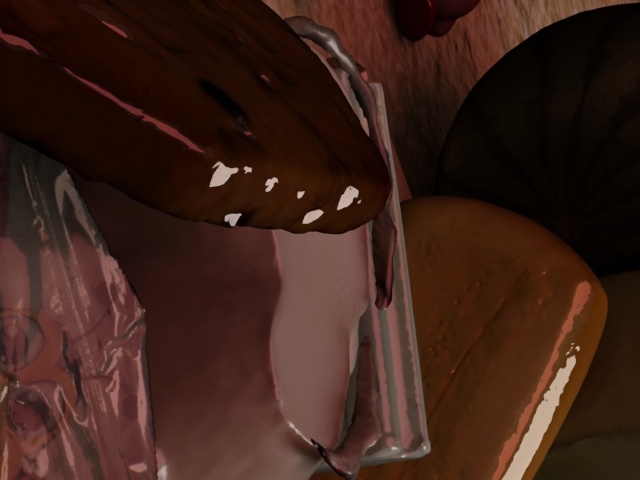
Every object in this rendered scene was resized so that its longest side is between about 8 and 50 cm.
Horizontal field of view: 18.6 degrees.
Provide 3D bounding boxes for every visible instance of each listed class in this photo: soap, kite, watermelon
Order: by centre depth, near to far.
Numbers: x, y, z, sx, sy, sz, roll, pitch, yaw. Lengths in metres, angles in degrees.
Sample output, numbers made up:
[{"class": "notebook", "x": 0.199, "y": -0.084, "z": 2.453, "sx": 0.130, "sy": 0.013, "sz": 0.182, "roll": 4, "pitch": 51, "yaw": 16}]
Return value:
[{"class": "kite", "x": -0.191, "y": 0.078, "z": 0.545, "sx": 0.360, "sy": 0.022, "sz": 0.204, "roll": -20, "pitch": 98, "yaw": -40}, {"class": "soap", "x": -0.017, "y": 0.021, "z": 1.003, "sx": 0.066, "sy": 0.119, "sz": 0.198, "roll": 16, "pitch": 65, "yaw": -63}, {"class": "watermelon", "x": 0.225, "y": -0.027, "z": 1.375, "sx": 0.359, "sy": 0.279, "sz": 0.278, "roll": -20, "pitch": 98, "yaw": -71}]

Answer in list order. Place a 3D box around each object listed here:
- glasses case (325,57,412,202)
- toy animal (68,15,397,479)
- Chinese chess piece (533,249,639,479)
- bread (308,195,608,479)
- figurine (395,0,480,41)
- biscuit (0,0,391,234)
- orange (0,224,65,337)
[{"class": "glasses case", "x": 0.000, "y": 0.000, "z": 1.137, "sx": 0.102, "sy": 0.070, "sz": 0.193, "roll": -41, "pitch": 124, "yaw": -29}, {"class": "toy animal", "x": -0.065, "y": 0.034, "z": 0.855, "sx": 0.208, "sy": 0.154, "sz": 0.325, "roll": 52, "pitch": 39, "yaw": -34}, {"class": "Chinese chess piece", "x": 0.237, "y": 0.169, "z": 1.212, "sx": 0.349, "sy": 0.349, "sz": 0.146, "roll": 60, "pitch": 33, "yaw": -36}, {"class": "bread", "x": 0.063, "y": 0.084, "z": 1.078, "sx": 0.217, "sy": 0.147, "sz": 0.098, "roll": -57, "pitch": 158, "yaw": -13}, {"class": "figurine", "x": 0.086, "y": -0.187, "z": 1.392, "sx": 0.071, "sy": 0.067, "sz": 0.083, "roll": -26, "pitch": 121, "yaw": -45}, {"class": "biscuit", "x": -0.125, "y": -0.112, "z": 0.659, "sx": 0.359, "sy": 0.046, "sz": 0.359, "roll": 34, "pitch": 12, "yaw": -8}, {"class": "orange", "x": -0.160, "y": 0.035, "z": 0.670, "sx": 0.112, "sy": 0.160, "sz": 0.170, "roll": 43, "pitch": 15, "yaw": 20}]
